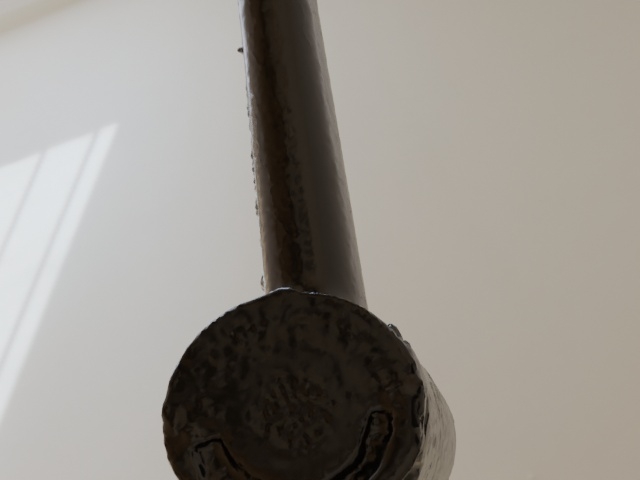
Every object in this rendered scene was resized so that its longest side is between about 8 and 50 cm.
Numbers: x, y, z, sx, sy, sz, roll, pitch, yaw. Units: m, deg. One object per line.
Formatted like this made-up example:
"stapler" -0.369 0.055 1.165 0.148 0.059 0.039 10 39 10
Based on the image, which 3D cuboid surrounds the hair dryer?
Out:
"hair dryer" 0.000 0.000 0.471 0.197 0.089 0.251 49 33 -72
